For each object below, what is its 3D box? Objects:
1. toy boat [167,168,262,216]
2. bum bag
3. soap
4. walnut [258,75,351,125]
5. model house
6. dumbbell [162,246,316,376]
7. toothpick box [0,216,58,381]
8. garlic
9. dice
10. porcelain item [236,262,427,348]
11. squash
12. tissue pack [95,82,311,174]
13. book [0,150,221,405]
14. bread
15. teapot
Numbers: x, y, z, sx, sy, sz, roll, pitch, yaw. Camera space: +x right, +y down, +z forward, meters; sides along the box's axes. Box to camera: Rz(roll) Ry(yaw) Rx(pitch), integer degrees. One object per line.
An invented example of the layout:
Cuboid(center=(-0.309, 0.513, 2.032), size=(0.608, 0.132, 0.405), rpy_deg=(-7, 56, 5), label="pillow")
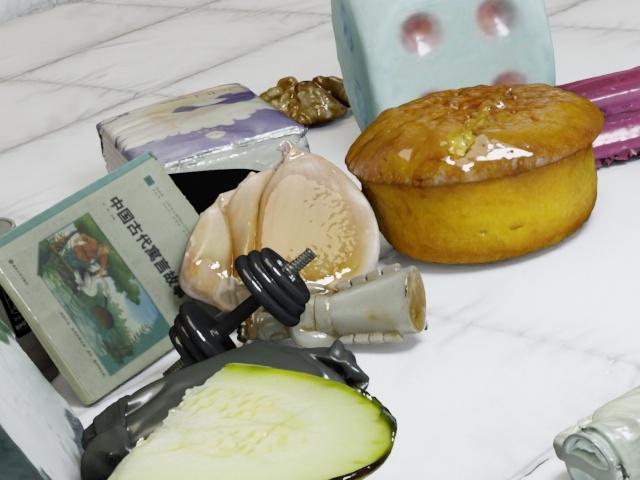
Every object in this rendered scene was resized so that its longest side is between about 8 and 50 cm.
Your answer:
Cuboid(center=(-0.144, -0.016, 2.079), size=(0.299, 0.134, 0.092), rpy_deg=(-2, -5, 21), label="toy boat")
Cuboid(center=(-0.101, 0.167, 1.607), size=(0.326, 0.080, 0.142), rpy_deg=(-19, 29, -38), label="bum bag")
Cuboid(center=(0.433, -0.174, 2.191), size=(0.250, 0.099, 0.162), rpy_deg=(-13, 13, -3), label="soap")
Cuboid(center=(-0.028, -0.222, 2.617), size=(0.170, 0.069, 0.143), rpy_deg=(-3, 23, 31), label="walnut")
Cuboid(center=(-0.384, 0.224, 1.538), size=(0.301, 0.190, 0.271), rpy_deg=(-29, 25, -1), label="model house")
Cuboid(center=(-0.086, 0.079, 1.749), size=(0.208, 0.099, 0.099), rpy_deg=(-41, 18, 9), label="dumbbell")
Cuboid(center=(-0.368, 0.076, 1.854), size=(0.111, 0.181, 0.111), rpy_deg=(-12, 19, 4), label="toothpick box")
Cuboid(center=(-0.037, 0.003, 1.921), size=(0.217, 0.110, 0.228), rpy_deg=(13, 55, 11), label="garlic")
Cuboid(center=(0.171, -0.279, 2.370), size=(0.268, 0.262, 0.264), rpy_deg=(-15, 20, -6), label="dice")
Cuboid(center=(0.009, 0.083, 1.785), size=(0.213, 0.054, 0.084), rpy_deg=(-12, 61, 26), label="porcelain item")
Cuboid(center=(-0.041, 0.166, 1.437), size=(0.204, 0.155, 0.237), rpy_deg=(32, 39, 10), label="squash")
Cuboid(center=(-0.170, -0.122, 2.346), size=(0.242, 0.125, 0.343), rpy_deg=(-17, 21, -13), label="tissue pack")
Cuboid(center=(-0.226, 0.037, 1.865), size=(0.025, 0.215, 0.282), rpy_deg=(-33, 4, 45), label="book")
Cuboid(center=(0.188, -0.086, 1.976), size=(0.312, 0.172, 0.312), rpy_deg=(-10, 18, 3), label="bread")
Cuboid(center=(0.291, 0.152, 1.422), size=(0.200, 0.077, 0.107), rpy_deg=(-23, 19, -28), label="teapot")
